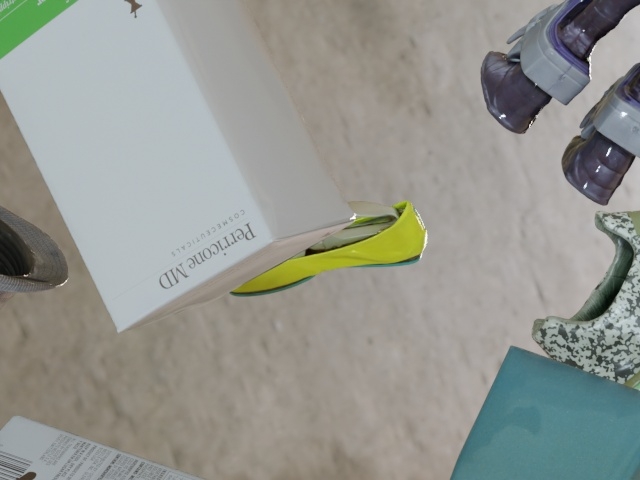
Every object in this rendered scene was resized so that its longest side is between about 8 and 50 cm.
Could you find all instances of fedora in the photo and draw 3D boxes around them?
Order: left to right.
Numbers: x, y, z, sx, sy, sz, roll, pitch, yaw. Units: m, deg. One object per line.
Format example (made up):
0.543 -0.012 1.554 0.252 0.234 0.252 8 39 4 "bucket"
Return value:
-0.423 0.023 1.763 0.275 0.124 0.244 25 16 -30 "fedora"

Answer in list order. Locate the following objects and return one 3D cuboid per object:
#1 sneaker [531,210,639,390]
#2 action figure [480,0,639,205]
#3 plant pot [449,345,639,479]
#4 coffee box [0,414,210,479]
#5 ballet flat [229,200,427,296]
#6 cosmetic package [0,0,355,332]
0.369 0.009 1.638 0.182 0.158 0.410 43 76 -6 "sneaker"
0.212 -0.158 0.920 0.185 0.285 0.099 38 31 -7 "action figure"
0.202 0.248 1.409 0.234 0.165 0.166 -57 140 -17 "plant pot"
-0.117 0.229 1.077 0.098 0.246 0.141 -53 154 -49 "coffee box"
0.000 0.000 1.773 0.077 0.231 0.077 -98 177 -57 "ballet flat"
-0.151 -0.128 1.443 0.155 0.197 0.365 -14 75 -60 "cosmetic package"
